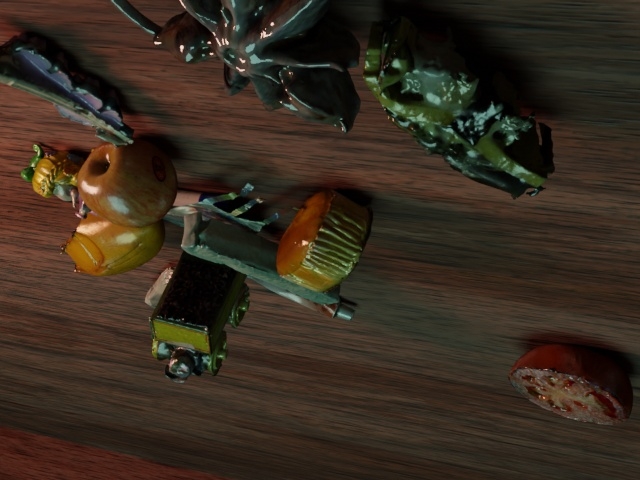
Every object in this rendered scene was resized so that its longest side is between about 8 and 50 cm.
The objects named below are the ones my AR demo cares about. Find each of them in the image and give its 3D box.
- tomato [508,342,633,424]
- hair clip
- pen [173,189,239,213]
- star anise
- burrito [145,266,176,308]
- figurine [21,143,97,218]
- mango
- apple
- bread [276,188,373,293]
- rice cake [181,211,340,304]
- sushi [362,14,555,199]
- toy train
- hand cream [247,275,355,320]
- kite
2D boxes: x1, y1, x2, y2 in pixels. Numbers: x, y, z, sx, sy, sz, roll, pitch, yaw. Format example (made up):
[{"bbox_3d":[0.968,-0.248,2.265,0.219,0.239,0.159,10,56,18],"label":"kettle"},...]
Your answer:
[{"bbox_3d":[0.445,0.244,2.163,0.225,0.085,0.225,18,159,7],"label":"tomato"},{"bbox_3d":[-0.386,-0.220,1.783,0.292,0.084,0.106,31,140,-35],"label":"hair clip"},{"bbox_3d":[-0.262,-0.075,2.064,0.269,0.033,0.033,8,154,24],"label":"pen"},{"bbox_3d":[-0.081,-0.267,1.426,0.359,0.139,0.316,44,141,-16],"label":"star anise"},{"bbox_3d":[-0.300,0.095,2.427,0.064,0.064,0.203,24,158,-12],"label":"burrito"},{"bbox_3d":[-0.424,-0.119,2.046,0.156,0.115,0.095,29,-164,25],"label":"figurine"},{"bbox_3d":[-0.360,-0.012,2.154,0.154,0.126,0.252,34,151,-27],"label":"mango"},{"bbox_3d":[-0.303,-0.092,1.914,0.146,0.146,0.131,1,162,35],"label":"apple"},{"bbox_3d":[0.000,0.000,1.906,0.114,0.132,0.190,26,152,-16],"label":"bread"},{"bbox_3d":[-0.097,0.034,2.070,0.063,0.066,0.336,-19,147,42],"label":"rice cake"},{"bbox_3d":[0.165,-0.171,1.457,0.291,0.139,0.131,29,134,-24],"label":"sushi"},{"bbox_3d":[-0.213,0.119,2.183,0.134,0.261,0.177,13,142,12],"label":"toy train"},{"bbox_3d":[-0.038,0.097,2.274,0.216,0.038,0.052,21,129,3],"label":"hand cream"},{"bbox_3d":[-0.135,-0.040,1.990,0.169,0.015,0.310,21,161,-30],"label":"kite"}]
